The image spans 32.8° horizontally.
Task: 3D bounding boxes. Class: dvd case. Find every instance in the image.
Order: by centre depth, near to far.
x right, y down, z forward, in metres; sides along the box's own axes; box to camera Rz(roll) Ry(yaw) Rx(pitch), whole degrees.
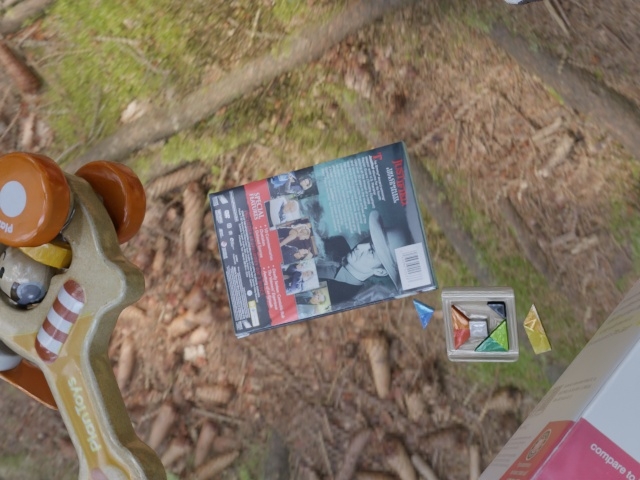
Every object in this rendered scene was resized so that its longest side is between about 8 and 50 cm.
[{"bbox_3d":[0.000,0.000,0.617,0.119,0.013,0.087,-15,79,15],"label":"dvd case"}]

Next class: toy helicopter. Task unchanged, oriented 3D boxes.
[{"bbox_3d":[-0.246,0.104,1.004,0.235,0.140,0.355,-29,77,25],"label":"toy helicopter"}]

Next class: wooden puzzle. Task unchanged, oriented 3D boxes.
[{"bbox_3d":[0.146,0.077,0.988,0.116,0.014,0.079,-8,107,20],"label":"wooden puzzle"}]

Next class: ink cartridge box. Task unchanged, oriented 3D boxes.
[{"bbox_3d":[0.350,0.150,1.097,0.160,0.279,0.385,39,82,8],"label":"ink cartridge box"}]

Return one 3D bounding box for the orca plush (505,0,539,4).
[{"bbox_3d":[0.240,-0.353,1.113,0.102,0.151,0.287,-17,142,-3],"label":"orca plush"}]
